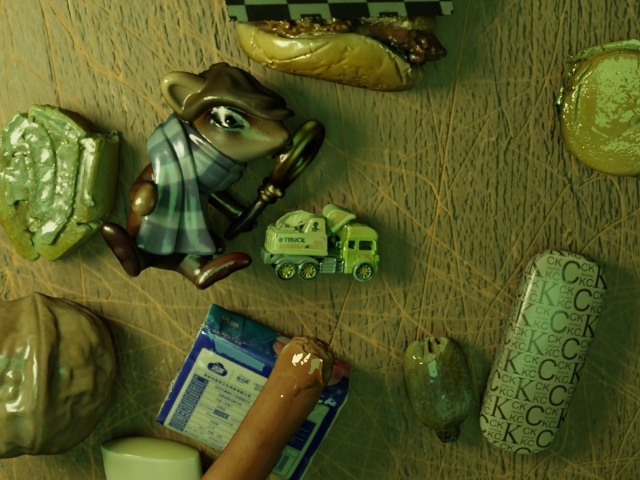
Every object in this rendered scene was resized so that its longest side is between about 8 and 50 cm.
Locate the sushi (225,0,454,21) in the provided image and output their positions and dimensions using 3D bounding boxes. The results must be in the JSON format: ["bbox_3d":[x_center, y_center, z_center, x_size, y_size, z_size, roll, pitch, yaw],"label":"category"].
[{"bbox_3d":[-0.008,-0.466,1.222,0.359,0.064,0.343,-9,81,-26],"label":"sushi"}]

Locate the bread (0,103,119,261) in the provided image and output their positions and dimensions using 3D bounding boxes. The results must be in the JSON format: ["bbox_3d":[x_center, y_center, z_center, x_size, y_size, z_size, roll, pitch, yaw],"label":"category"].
[{"bbox_3d":[-0.425,-0.091,1.362,0.185,0.124,0.257,3,102,1],"label":"bread"}]

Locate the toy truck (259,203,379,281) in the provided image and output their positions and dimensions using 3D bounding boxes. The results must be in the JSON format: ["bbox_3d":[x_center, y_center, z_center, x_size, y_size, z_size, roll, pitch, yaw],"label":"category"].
[{"bbox_3d":[0.000,0.000,1.361,0.191,0.085,0.116,1,105,-14],"label":"toy truck"}]

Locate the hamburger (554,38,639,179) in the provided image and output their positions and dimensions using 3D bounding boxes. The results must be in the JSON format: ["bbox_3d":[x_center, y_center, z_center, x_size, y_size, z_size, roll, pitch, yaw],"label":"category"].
[{"bbox_3d":[0.462,-0.198,1.311,0.189,0.122,0.215,-6,104,10],"label":"hamburger"}]

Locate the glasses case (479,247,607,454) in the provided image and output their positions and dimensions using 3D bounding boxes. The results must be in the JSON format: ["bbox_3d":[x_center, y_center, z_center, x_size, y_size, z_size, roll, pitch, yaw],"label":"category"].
[{"bbox_3d":[0.367,0.187,1.403,0.137,0.085,0.355,15,101,-2],"label":"glasses case"}]

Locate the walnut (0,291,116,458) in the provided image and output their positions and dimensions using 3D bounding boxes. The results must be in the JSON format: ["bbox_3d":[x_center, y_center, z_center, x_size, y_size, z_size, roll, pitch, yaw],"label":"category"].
[{"bbox_3d":[-0.466,0.216,1.370,0.273,0.227,0.273,0,95,4],"label":"walnut"}]

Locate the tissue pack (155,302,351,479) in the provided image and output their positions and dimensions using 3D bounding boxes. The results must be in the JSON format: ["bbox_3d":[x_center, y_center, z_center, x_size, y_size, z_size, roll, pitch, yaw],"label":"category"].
[{"bbox_3d":[-0.110,0.253,1.413,0.269,0.137,0.209,24,103,-6],"label":"tissue pack"}]

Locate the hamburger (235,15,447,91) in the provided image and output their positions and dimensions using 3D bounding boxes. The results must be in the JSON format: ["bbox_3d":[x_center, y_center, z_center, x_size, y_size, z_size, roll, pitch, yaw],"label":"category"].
[{"bbox_3d":[0.020,-0.317,1.283,0.282,0.245,0.155,19,104,32],"label":"hamburger"}]

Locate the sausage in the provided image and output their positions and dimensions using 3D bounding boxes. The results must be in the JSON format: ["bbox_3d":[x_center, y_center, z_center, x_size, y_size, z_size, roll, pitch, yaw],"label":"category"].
[{"bbox_3d":[-0.107,0.324,1.315,0.094,0.094,0.419,43,109,29],"label":"sausage"}]

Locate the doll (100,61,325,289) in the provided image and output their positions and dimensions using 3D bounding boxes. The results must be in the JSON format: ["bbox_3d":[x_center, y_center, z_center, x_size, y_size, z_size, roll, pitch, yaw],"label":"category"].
[{"bbox_3d":[-0.164,-0.093,1.286,0.209,0.318,0.340,27,96,28],"label":"doll"}]

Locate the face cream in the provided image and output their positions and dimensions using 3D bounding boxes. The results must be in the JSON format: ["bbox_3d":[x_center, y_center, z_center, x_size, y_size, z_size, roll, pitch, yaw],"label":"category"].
[{"bbox_3d":[-0.276,0.509,1.491,0.173,0.081,0.349,-6,101,3],"label":"face cream"}]

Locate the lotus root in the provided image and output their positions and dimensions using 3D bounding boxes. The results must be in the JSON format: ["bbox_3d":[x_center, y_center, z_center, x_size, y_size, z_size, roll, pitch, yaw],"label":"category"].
[{"bbox_3d":[0.201,0.252,1.423,0.113,0.088,0.192,-13,100,-2],"label":"lotus root"}]
